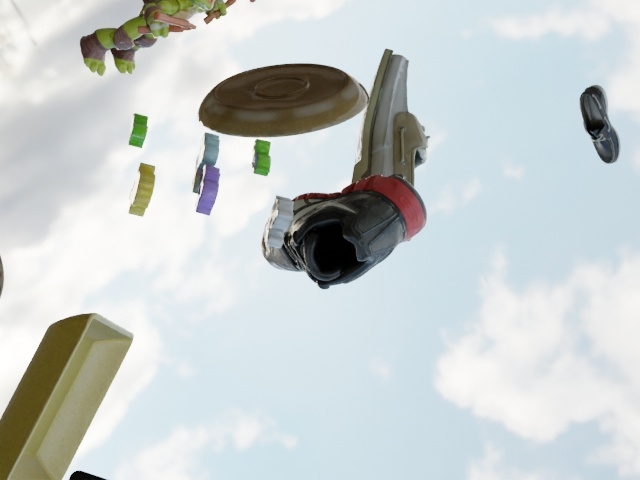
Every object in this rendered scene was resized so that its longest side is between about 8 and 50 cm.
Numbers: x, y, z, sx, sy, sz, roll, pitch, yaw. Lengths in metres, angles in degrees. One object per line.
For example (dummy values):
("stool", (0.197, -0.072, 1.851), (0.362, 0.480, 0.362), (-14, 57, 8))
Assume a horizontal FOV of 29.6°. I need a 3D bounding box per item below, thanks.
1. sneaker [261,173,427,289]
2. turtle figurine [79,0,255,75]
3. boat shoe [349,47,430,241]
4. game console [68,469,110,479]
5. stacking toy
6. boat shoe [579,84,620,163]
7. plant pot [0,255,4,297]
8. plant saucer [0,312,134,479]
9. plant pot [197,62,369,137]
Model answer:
("sneaker", (0.000, 0.000, 1.480), (0.276, 0.097, 0.135), (-15, -158, 50))
("turtle figurine", (-0.220, -0.298, 1.625), (0.217, 0.087, 0.269), (-25, -171, 27))
("boat shoe", (0.104, -0.132, 1.754), (0.113, 0.103, 0.302), (105, -4, -71))
("game console", (-0.282, 0.380, 1.571), (0.144, 0.085, 0.124), (18, -163, 1))
("stacking toy", (-0.124, -0.079, 1.328), (0.221, 0.167, 0.052), (-104, -149, -58))
("boat shoe", (0.421, -0.172, 1.832), (0.046, 0.125, 0.038), (0, -159, 41))
("plant pot", (-0.515, 0.013, 1.583), (0.110, 0.237, 0.237), (-41, -170, 41))
("plant saucer", (-0.474, 0.282, 2.177), (0.332, 0.081, 0.333), (-63, 172, -9))
("plant pot", (-0.053, -0.198, 1.650), (0.236, 0.032, 0.236), (-6, -154, 3))
